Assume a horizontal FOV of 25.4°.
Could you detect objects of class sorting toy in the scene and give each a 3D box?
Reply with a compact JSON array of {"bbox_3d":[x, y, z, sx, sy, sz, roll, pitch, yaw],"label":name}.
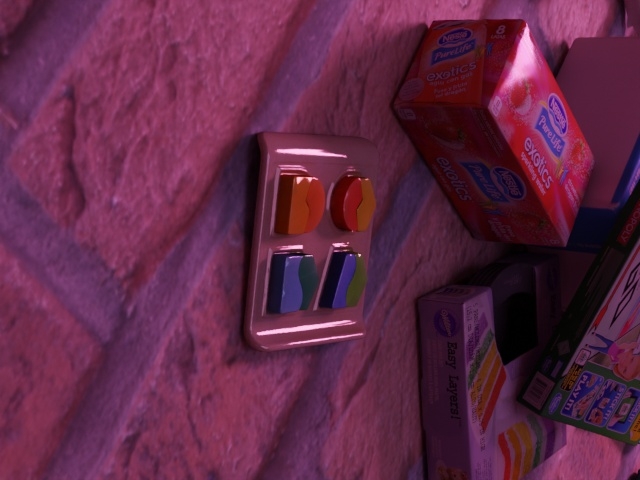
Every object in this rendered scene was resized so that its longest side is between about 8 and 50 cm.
[{"bbox_3d":[0.000,0.000,1.396,0.193,0.038,0.208,-2,96,-54],"label":"sorting toy"}]

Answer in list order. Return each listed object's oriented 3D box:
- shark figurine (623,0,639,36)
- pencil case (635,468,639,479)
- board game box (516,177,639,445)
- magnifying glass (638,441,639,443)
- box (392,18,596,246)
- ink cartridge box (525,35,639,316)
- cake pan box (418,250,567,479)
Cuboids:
[{"bbox_3d":[0.424,-0.344,1.925,0.116,0.166,0.278,-23,134,-24],"label":"shark figurine"},{"bbox_3d":[0.486,0.416,2.102,0.070,0.064,0.151,25,71,-19],"label":"pencil case"},{"bbox_3d":[0.384,0.083,1.695,0.213,0.046,0.317,21,100,-42],"label":"board game box"},{"bbox_3d":[0.441,0.249,2.056,0.231,0.026,0.092,12,84,-54],"label":"magnifying glass"},{"bbox_3d":[0.200,-0.117,1.589,0.257,0.123,0.128,53,52,-43],"label":"box"},{"bbox_3d":[0.416,-0.030,1.863,0.285,0.166,0.395,-61,138,-28],"label":"ink cartridge box"},{"bbox_3d":[0.208,0.156,1.684,0.246,0.070,0.266,-20,110,-54],"label":"cake pan box"}]
